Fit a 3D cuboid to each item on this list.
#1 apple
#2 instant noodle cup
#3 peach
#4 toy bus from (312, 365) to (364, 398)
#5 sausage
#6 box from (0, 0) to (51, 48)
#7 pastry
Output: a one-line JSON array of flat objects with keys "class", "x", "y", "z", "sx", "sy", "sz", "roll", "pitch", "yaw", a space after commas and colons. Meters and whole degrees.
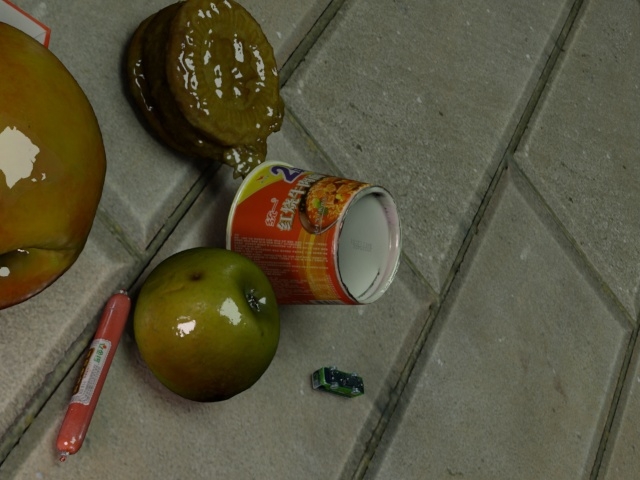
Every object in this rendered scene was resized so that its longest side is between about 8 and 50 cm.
[{"class": "apple", "x": -0.138, "y": 0.102, "z": 1.782, "sx": 0.196, "sy": 0.157, "sz": 0.196, "roll": 39, "pitch": 38, "yaw": -39}, {"class": "instant noodle cup", "x": 0.000, "y": 0.000, "z": 1.930, "sx": 0.213, "sy": 0.174, "sz": 0.213, "roll": -13, "pitch": 106, "yaw": -54}, {"class": "peach", "x": -0.381, "y": -0.090, "z": 1.505, "sx": 0.308, "sy": 0.308, "sz": 0.332, "roll": 5, "pitch": 55, "yaw": -48}, {"class": "toy bus", "x": 0.025, "y": 0.202, "z": 2.013, "sx": 0.083, "sy": 0.037, "sz": 0.031, "roll": 20, "pitch": 56, "yaw": -41}, {"class": "sausage", "x": -0.269, "y": 0.157, "z": 1.692, "sx": 0.034, "sy": 0.034, "sz": 0.253, "roll": 40, "pitch": 42, "yaw": -28}, {"class": "box", "x": -0.421, "y": -0.230, "z": 1.675, "sx": 0.182, "sy": 0.099, "sz": 0.133, "roll": 32, "pitch": 41, "yaw": -38}, {"class": "pastry", "x": -0.158, "y": -0.224, "z": 1.980, "sx": 0.235, "sy": 0.132, "sz": 0.240, "roll": 52, "pitch": 45, "yaw": -30}]
